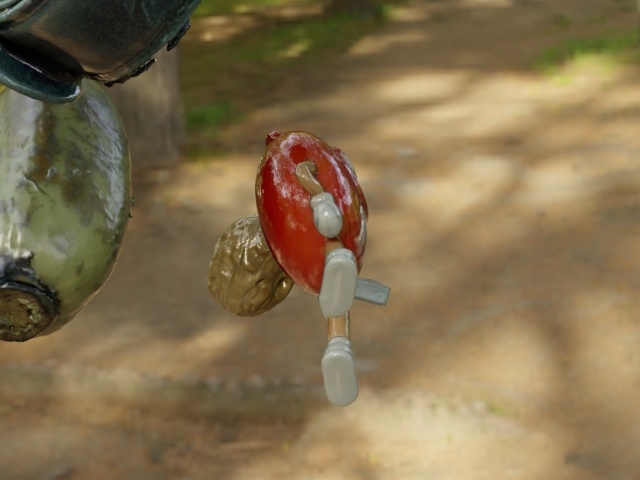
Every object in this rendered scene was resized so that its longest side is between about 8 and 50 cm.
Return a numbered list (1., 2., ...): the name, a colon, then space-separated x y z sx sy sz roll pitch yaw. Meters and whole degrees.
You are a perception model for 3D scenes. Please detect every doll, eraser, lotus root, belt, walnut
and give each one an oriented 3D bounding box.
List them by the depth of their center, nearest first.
1. belt: -0.131 -0.210 0.998 0.116 0.267 0.206 27 -12 -35
2. doll: 0.000 0.000 1.304 0.085 0.183 0.217 -12 45 -7
3. eraser: 0.029 0.039 1.383 0.038 0.019 0.083 14 -2 -13
4. lotus root: -0.244 -0.050 1.429 0.173 0.173 0.309 -2 51 1
5. walnut: -0.058 0.019 1.450 0.082 0.096 0.079 30 14 22
